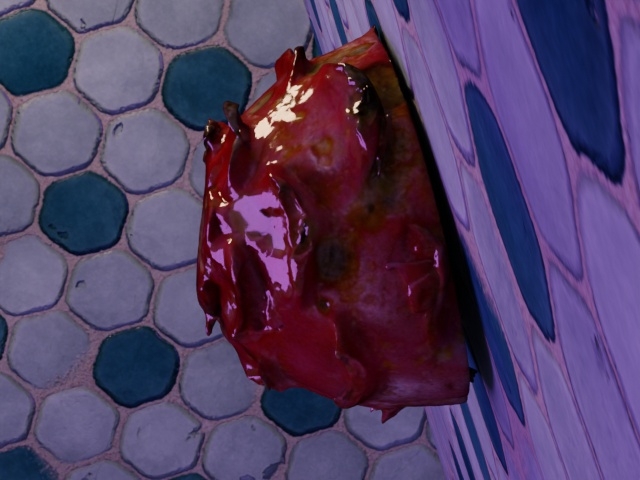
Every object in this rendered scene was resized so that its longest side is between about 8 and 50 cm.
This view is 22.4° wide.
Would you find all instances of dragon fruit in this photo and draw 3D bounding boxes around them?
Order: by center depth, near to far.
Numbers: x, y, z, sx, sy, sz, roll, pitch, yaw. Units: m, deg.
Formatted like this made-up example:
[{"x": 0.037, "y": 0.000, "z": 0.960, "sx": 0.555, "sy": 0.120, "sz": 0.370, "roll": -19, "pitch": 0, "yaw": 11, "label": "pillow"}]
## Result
[{"x": 0.000, "y": 0.000, "z": 1.520, "sx": 0.386, "sy": 0.249, "sz": 0.371, "roll": -116, "pitch": 13, "yaw": -75, "label": "dragon fruit"}]
